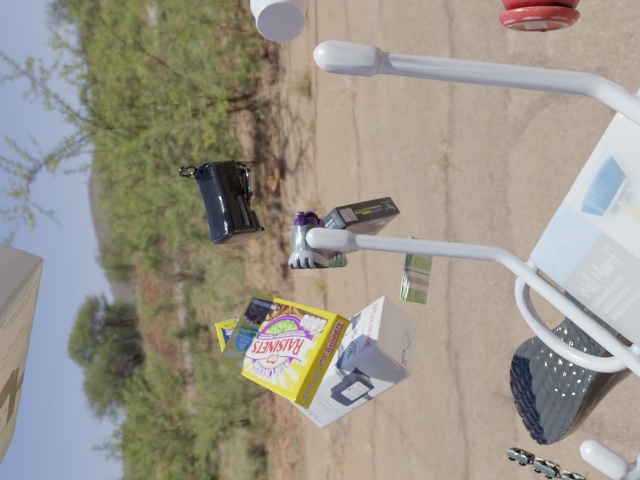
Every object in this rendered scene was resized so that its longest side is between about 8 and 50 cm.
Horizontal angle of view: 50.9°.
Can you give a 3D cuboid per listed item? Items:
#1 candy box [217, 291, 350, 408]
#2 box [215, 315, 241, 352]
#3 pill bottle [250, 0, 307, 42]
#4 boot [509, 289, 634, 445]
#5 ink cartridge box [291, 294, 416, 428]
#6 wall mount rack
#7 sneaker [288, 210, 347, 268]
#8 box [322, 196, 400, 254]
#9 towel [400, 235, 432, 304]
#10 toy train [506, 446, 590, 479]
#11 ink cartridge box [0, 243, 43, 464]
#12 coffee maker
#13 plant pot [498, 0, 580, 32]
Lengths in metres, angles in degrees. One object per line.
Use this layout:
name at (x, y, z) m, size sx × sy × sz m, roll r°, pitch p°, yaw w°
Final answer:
candy box at (-0.050, 0.123, 0.797) m, size 0.206 × 0.027 × 0.105 m, roll 5°, pitch 67°, yaw 58°
box at (-0.129, 0.157, 1.144) m, size 0.169 × 0.054 × 0.059 m, roll 41°, pitch -145°, yaw -84°
pill bottle at (-0.088, -0.516, 1.391) m, size 0.119 × 0.119 × 0.208 m, roll 104°, pitch 164°, yaw -54°
boot at (0.364, 0.117, 0.761) m, size 0.338 × 0.222 × 0.118 m, roll 103°, pitch 154°, yaw -51°
ink cartridge box at (0.068, 0.241, 1.346) m, size 0.237 × 0.100 × 0.172 m, roll -38°, pitch 17°, yaw 28°
wall mount rack at (0.142, 0.002, 0.443) m, size 0.304 × 0.130 × 0.350 m, roll 41°, pitch 154°, yaw 20°
sneaker at (0.000, 0.000, 1.167) m, size 0.223 × 0.083 × 0.098 m, roll 11°, pitch -102°, yaw -81°
box at (0.068, -0.024, 1.684) m, size 0.183 × 0.232 × 0.059 m, roll -43°, pitch 71°, yaw 37°
towel at (0.234, 0.072, 1.585) m, size 0.023 × 0.113 × 0.152 m, roll 4°, pitch 83°, yaw 40°
toy train at (0.409, 0.410, 1.206) m, size 0.158 × 0.036 × 0.027 m, roll 16°, pitch 98°, yaw 45°
ink cartridge box at (-0.302, 0.091, 0.488) m, size 0.087 × 0.153 × 0.208 m, roll -84°, pitch 15°, yaw -58°
coffee maker at (-0.227, -0.083, 1.559) m, size 0.120 × 0.171 × 0.178 m, roll 132°, pitch 124°, yaw -67°
plant pot at (0.478, -0.546, 1.446) m, size 0.191 × 0.191 × 0.174 m, roll -153°, pitch 62°, yaw -74°
